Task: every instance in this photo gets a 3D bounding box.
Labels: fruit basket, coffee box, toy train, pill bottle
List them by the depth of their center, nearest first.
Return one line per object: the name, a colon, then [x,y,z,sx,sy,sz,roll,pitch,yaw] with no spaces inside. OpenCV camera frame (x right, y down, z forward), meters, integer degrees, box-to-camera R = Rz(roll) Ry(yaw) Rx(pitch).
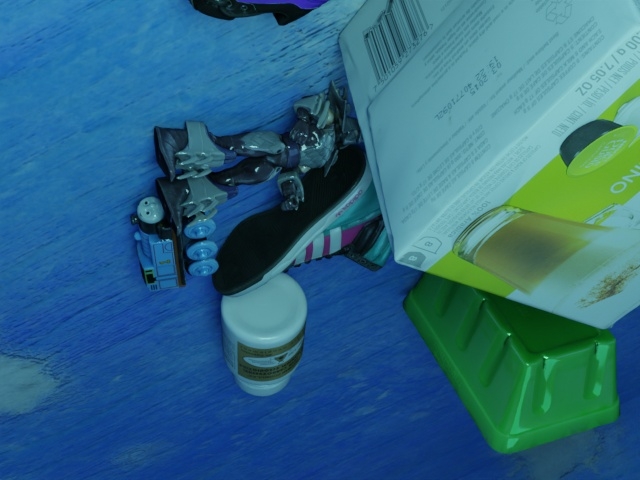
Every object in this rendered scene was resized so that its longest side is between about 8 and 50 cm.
coffee box: [0.268,-0.160,1.114,0.334,0.338,0.337,19,133,-33]
toy train: [-0.192,-0.004,1.382,0.105,0.080,0.184,-11,149,-10]
pill bottle: [-0.091,0.154,1.656,0.131,0.131,0.229,-15,150,-13]
fruit basket: [0.331,0.206,1.796,0.282,0.392,0.392,-12,149,-19]

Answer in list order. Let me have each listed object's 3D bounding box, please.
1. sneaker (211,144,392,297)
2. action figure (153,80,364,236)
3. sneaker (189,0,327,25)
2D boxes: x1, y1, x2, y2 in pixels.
sneaker: [0.000,0.000,1.486,0.295,0.124,0.178,-38,138,22]
action figure: [-0.060,-0.103,1.292,0.285,0.099,0.185,-16,142,-20]
sneaker: [-0.087,-0.275,0.980,0.146,0.102,0.293,-37,148,25]
